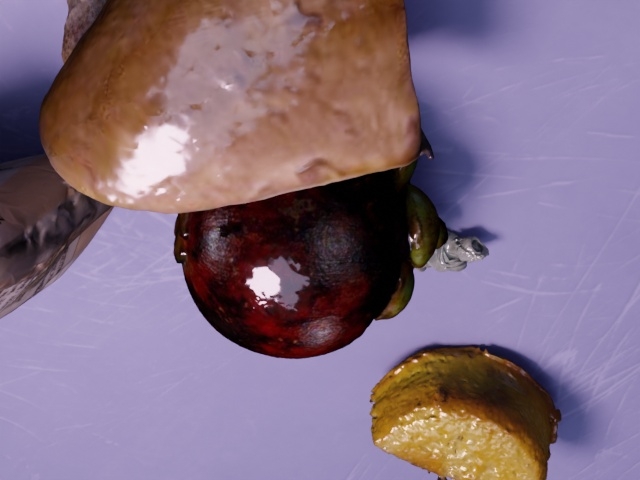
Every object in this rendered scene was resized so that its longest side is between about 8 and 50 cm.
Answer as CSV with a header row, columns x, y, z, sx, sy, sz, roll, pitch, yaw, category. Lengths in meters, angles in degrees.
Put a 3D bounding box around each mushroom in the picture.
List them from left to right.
x,y,z,sx,sy,sz,roll,pitch,yaw,category
-0.108,-0.200,1.633,0.397,0.224,0.313,-15,133,-6,mushroom

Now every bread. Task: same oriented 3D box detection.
x,y,z,sx,sy,sz,roll,pitch,yaw,category
0.206,0.233,2.115,0.261,0.160,0.147,28,126,-7,bread

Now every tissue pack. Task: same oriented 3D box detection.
x,y,z,sx,sy,sz,roll,pitch,yaw,category
-0.429,0.022,1.903,0.376,0.390,0.195,-19,100,27,tissue pack

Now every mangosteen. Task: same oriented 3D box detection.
x,y,z,sx,sy,sz,roll,pitch,yaw,category
-0.019,-0.005,1.851,0.311,0.311,0.311,5,134,6,mangosteen

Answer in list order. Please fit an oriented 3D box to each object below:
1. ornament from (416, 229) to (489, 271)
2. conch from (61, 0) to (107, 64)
x,y,z,sx,sy,sz,roll,pitch,yaw,category
0.162,0.015,1.994,0.068,0.041,0.092,33,140,-12,ornament
-0.226,-0.246,1.799,0.155,0.130,0.207,-27,109,-14,conch
